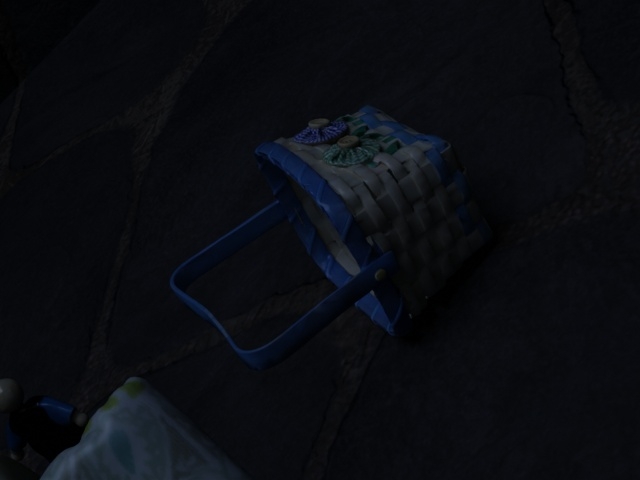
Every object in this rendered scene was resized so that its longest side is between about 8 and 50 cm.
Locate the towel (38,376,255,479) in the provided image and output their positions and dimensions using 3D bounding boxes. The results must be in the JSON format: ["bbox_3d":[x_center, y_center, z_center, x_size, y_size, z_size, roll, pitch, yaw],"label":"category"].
[{"bbox_3d":[-0.135,0.334,0.955,0.374,0.320,0.090,-48,-2,-2],"label":"towel"}]

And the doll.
[{"bbox_3d":[-0.288,0.214,1.528,0.129,0.189,0.046,-25,36,32],"label":"doll"}]

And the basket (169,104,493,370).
[{"bbox_3d":[0.000,0.000,1.414,0.289,0.201,0.255,-40,30,-10],"label":"basket"}]

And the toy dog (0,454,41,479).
[{"bbox_3d":[-0.300,0.399,1.125,0.408,0.395,0.284,-55,-7,-9],"label":"toy dog"}]
